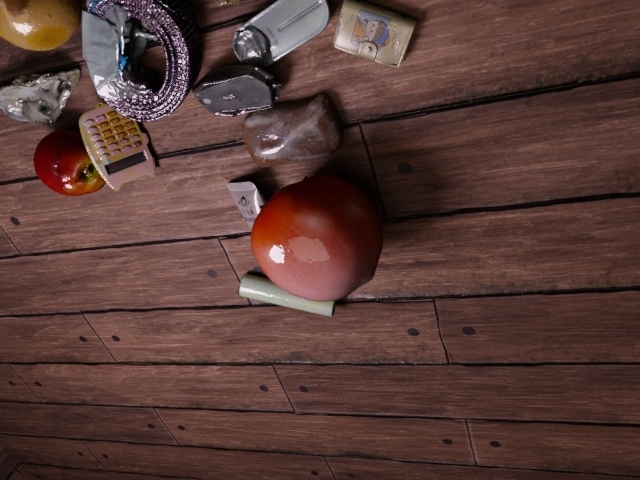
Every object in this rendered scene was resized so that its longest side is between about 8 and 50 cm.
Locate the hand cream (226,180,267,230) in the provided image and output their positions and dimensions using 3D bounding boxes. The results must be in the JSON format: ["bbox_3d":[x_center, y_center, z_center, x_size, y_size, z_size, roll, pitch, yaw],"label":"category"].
[{"bbox_3d":[-0.143,-0.036,1.495,0.140,0.089,0.314,1,127,53],"label":"hand cream"}]

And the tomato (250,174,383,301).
[{"bbox_3d":[0.000,0.000,1.330,0.322,0.321,0.321,9,129,11],"label":"tomato"}]

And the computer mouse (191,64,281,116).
[{"bbox_3d":[-0.196,-0.360,1.253,0.231,0.071,0.126,-6,153,25],"label":"computer mouse"}]

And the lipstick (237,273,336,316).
[{"bbox_3d":[-0.104,0.167,1.651,0.304,0.076,0.076,12,130,9],"label":"lipstick"}]

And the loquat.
[{"bbox_3d":[-0.644,-0.529,1.193,0.213,0.213,0.213,9,129,11],"label":"loquat"}]

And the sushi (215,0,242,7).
[{"bbox_3d":[-0.218,-0.562,1.074,0.212,0.147,0.115,33,125,4],"label":"sushi"}]

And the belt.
[{"bbox_3d":[-0.413,-0.433,1.248,0.260,0.122,0.324,19,134,-6],"label":"belt"}]

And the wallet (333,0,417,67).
[{"bbox_3d":[0.111,-0.433,1.128,0.155,0.039,0.110,20,129,3],"label":"wallet"}]

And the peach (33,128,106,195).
[{"bbox_3d":[-0.688,-0.213,1.476,0.197,0.197,0.197,9,129,11],"label":"peach"}]

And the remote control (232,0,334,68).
[{"bbox_3d":[-0.085,-0.458,1.163,0.247,0.052,0.104,-20,118,30],"label":"remote control"}]

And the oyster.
[{"bbox_3d":[-0.757,-0.383,1.416,0.199,0.087,0.252,25,139,-15],"label":"oyster"}]

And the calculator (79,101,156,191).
[{"bbox_3d":[-0.538,-0.257,1.429,0.157,0.033,0.236,-24,126,-17],"label":"calculator"}]

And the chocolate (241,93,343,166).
[{"bbox_3d":[-0.076,-0.250,1.306,0.254,0.080,0.157,-6,125,22],"label":"chocolate"}]
